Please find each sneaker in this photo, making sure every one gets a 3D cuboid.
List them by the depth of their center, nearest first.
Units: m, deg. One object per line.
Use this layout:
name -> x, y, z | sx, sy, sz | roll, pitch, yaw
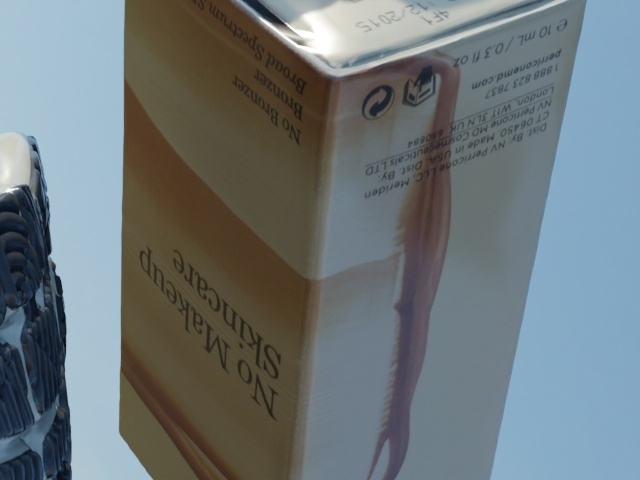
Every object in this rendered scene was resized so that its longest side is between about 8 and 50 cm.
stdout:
sneaker -> -0.136, 0.034, 0.558 | 0.275, 0.110, 0.107 | -132, -146, -77

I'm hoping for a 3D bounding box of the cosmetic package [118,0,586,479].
cosmetic package -> 0.000, 0.000, 0.771 | 0.153, 0.129, 0.296 | 42, -39, 38
